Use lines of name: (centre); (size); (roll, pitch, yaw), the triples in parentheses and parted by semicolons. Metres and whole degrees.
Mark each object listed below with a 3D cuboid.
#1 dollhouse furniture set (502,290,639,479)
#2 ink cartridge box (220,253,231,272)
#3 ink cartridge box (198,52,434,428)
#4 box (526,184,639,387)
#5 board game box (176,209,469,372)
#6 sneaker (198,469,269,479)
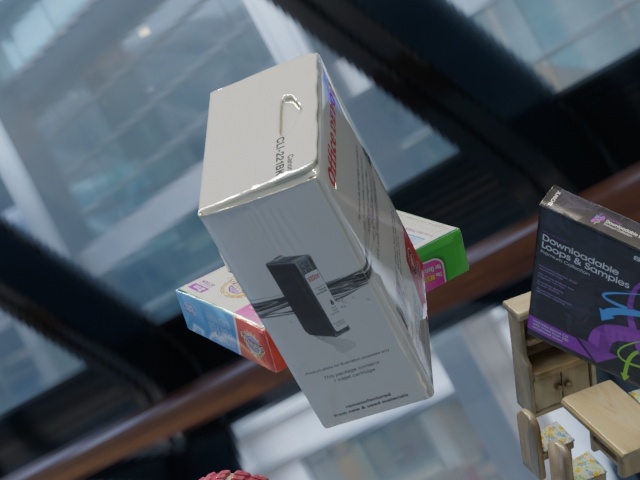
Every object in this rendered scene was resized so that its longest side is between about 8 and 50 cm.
dollhouse furniture set: (0.334, 0.175, 1.876); (0.212, 0.161, 0.242); (-19, 30, -16)
ink cartridge box: (-0.048, -0.006, 1.617); (0.122, 0.088, 0.052); (8, -53, -34)
ink cartridge box: (0.000, 0.000, 1.380); (0.114, 0.273, 0.197); (-18, 35, 13)
box: (0.221, 0.040, 1.201); (0.029, 0.116, 0.162); (-48, -29, -33)
board game box: (0.000, 0.052, 2.048); (0.316, 0.064, 0.242); (-26, 24, -25)
sneaker: (-0.027, 0.365, 1.673); (0.112, 0.299, 0.121); (-50, 7, 18)
